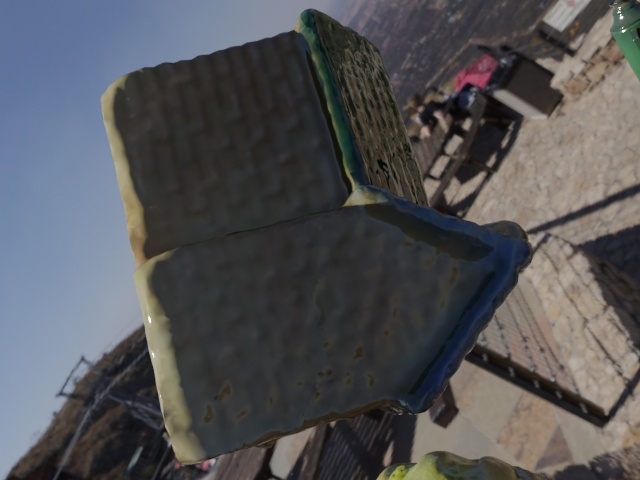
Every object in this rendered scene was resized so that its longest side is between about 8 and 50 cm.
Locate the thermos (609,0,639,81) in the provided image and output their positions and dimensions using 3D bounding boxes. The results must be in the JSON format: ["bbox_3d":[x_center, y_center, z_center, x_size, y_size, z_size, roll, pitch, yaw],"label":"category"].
[{"bbox_3d":[0.514,-0.300,1.027,0.083,0.188,0.073,-42,14,-16],"label":"thermos"}]

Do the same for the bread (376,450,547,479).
[{"bbox_3d":[0.143,0.300,0.716,0.260,0.156,0.158,-14,42,33],"label":"bread"}]

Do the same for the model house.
[{"bbox_3d":[0.000,0.000,0.679,0.334,0.342,0.382,87,166,-75],"label":"model house"}]
